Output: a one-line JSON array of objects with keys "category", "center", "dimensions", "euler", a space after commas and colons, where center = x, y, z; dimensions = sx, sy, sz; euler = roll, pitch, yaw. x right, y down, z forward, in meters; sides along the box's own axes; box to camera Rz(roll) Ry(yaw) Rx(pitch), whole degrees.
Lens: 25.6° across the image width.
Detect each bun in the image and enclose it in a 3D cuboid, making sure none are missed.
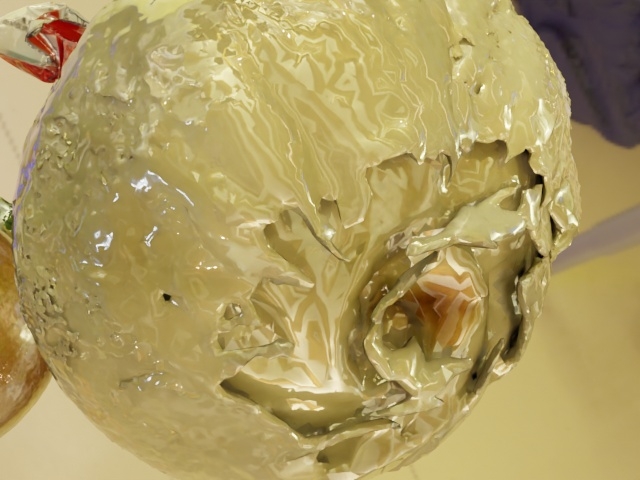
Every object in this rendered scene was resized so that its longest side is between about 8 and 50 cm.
[{"category": "bun", "center": [0.000, 0.000, 0.592], "dimensions": [0.259, 0.152, 0.259], "euler": [-19, 130, -25]}]

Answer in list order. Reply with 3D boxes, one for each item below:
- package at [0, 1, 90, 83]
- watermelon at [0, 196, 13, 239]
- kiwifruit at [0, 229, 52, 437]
[{"category": "package", "center": [-0.224, -0.170, 1.297], "dimensions": [0.269, 0.194, 0.071], "euler": [18, 87, -65]}, {"category": "watermelon", "center": [-0.322, 0.057, 1.407], "dimensions": [0.204, 0.232, 0.127], "euler": [50, 59, -10]}, {"category": "kiwifruit", "center": [-0.296, 0.060, 0.985], "dimensions": [0.234, 0.196, 0.196], "euler": [13, 90, -32]}]
